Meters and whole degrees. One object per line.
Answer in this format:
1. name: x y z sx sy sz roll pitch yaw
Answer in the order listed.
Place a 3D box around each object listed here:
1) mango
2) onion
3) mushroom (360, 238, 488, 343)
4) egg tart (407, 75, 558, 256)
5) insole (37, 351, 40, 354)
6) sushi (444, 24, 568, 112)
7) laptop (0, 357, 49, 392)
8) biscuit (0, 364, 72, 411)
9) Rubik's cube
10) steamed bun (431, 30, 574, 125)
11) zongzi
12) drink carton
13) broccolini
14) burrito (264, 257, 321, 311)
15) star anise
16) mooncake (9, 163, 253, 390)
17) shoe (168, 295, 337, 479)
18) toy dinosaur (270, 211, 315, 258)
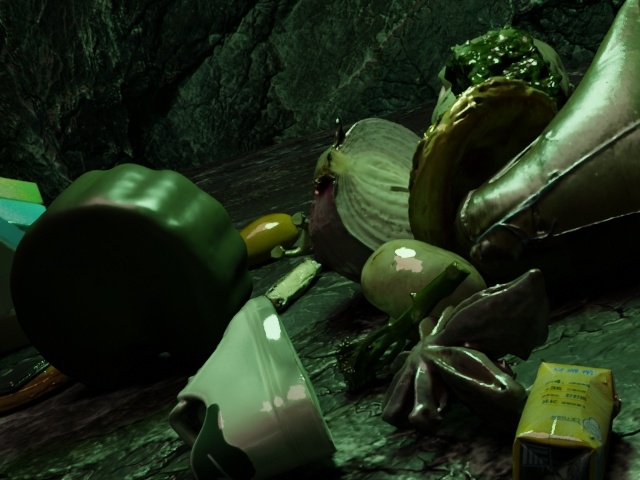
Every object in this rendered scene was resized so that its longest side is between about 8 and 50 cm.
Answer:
1. mango: -0.129 0.006 2.067 0.184 0.085 0.102 -26 13 -7
2. onion: 0.134 -0.019 1.588 0.159 0.349 0.267 -50 19 53
3. mushroom: 0.130 0.069 1.298 0.166 0.127 0.166 17 5 -2
4. egg tart: 0.222 -0.099 1.466 0.295 0.294 0.116 -25 34 -28
5. insole: -0.428 0.186 1.885 0.248 0.011 0.081 -9 16 39
6. sushi: 0.375 -0.275 2.070 0.178 0.294 0.352 -23 14 1
7. laptop: -0.543 0.235 1.696 0.180 0.016 0.129 -17 9 18
8. biscuit: -0.485 0.241 1.684 0.221 0.029 0.142 -20 10 -11
9. Rubik's cube: -0.688 0.040 2.038 0.368 0.358 0.387 3 41 11
10. steamed bun: 0.434 -0.379 2.529 0.342 0.255 0.368 -14 11 29
11. zongzi: 0.326 -0.129 1.385 0.356 0.393 0.174 -18 -27 9
12. drink carton: 0.221 0.156 0.917 0.084 0.074 0.200 2 20 20
13. broccolini: 0.090 0.090 1.207 0.067 0.058 0.216 -9 -36 -50
14. burrito: -0.047 0.076 1.750 0.045 0.041 0.185 30 29 13
15. star anise: 0.153 0.127 1.065 0.198 0.110 0.257 -52 10 -23
16. mooncake: -0.285 0.054 1.556 0.351 0.351 0.187 -14 25 22
17. shoe: -0.092 0.177 1.187 0.160 0.131 0.363 -24 16 -4
18. toy dinosaur: 0.001 0.004 1.875 0.200 0.072 0.251 6 -16 -39
